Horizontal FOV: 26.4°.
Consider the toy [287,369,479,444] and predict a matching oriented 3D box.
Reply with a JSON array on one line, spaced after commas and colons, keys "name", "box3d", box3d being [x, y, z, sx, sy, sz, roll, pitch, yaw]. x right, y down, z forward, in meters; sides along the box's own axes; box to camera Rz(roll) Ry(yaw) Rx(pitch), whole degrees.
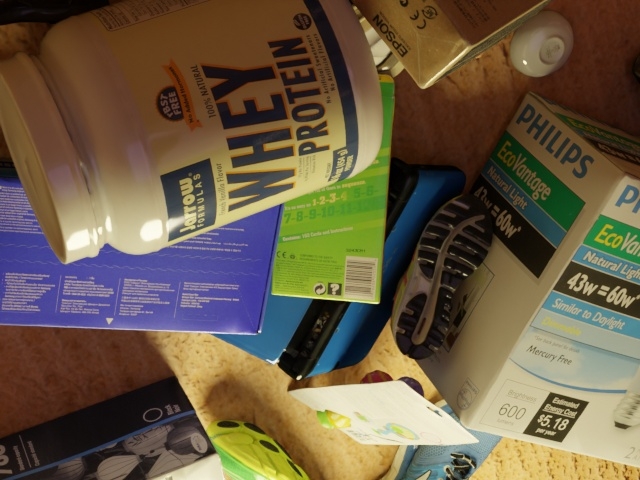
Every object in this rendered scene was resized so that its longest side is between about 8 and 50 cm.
[{"name": "toy", "box3d": [0.080, 0.199, 1.687, 0.137, 0.237, 0.056, 38, 60, -24]}]

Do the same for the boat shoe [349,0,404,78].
[{"name": "boat shoe", "box3d": [0.103, -0.315, 1.431, 0.103, 0.113, 0.302, 22, 104, -34]}]

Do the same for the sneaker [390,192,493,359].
[{"name": "sneaker", "box3d": [0.134, 0.037, 1.639, 0.081, 0.094, 0.208, 27, 88, -11]}]

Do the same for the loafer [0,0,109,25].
[{"name": "loafer", "box3d": [-0.312, -0.248, 1.303, 0.220, 0.080, 0.078, -9, 114, -27]}]

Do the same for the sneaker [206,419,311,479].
[{"name": "sneaker", "box3d": [-0.065, 0.342, 1.759, 0.123, 0.109, 0.295, -38, 127, 0]}]

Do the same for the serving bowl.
[{"name": "serving bowl", "box3d": [0.267, -0.229, 1.618, 0.083, 0.027, 0.083, -13, 124, -20]}]

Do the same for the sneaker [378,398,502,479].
[{"name": "sneaker", "box3d": [0.156, 0.349, 1.847, 0.130, 0.147, 0.330, 30, 103, -36]}]

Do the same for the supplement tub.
[{"name": "supplement tub", "box3d": [-0.129, -0.126, 1.314, 0.325, 0.235, 0.235, -22, 126, -17]}]

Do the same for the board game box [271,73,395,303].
[{"name": "board game box", "box3d": [0.014, -0.061, 1.512, 0.124, 0.039, 0.259, 5, 109, 5]}]

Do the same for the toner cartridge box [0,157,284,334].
[{"name": "toner cartridge box", "box3d": [-0.223, 0.007, 1.463, 0.348, 0.075, 0.165, 4, 107, -22]}]

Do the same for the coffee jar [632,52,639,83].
[{"name": "coffee jar", "box3d": [0.470, -0.169, 1.710, 0.079, 0.096, 0.184, -45, 127, 2]}]

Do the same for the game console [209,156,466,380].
[{"name": "game console", "box3d": [0.000, 0.000, 1.632, 0.250, 0.173, 0.293, -4, 127, -61]}]

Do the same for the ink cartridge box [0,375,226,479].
[{"name": "ink cartridge box", "box3d": [-0.291, 0.276, 1.573, 0.333, 0.165, 0.065, -21, 126, -15]}]

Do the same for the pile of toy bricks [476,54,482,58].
[{"name": "pile of toy bricks", "box3d": [0.202, -0.283, 1.504, 0.118, 0.105, 0.212, 34, 101, -37]}]

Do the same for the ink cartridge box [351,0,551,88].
[{"name": "ink cartridge box", "box3d": [0.100, -0.285, 1.290, 0.193, 0.234, 0.088, -35, 176, -41]}]

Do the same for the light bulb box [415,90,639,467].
[{"name": "light bulb box", "box3d": [0.346, 0.059, 1.710, 0.358, 0.225, 0.361, 16, 112, -33]}]
